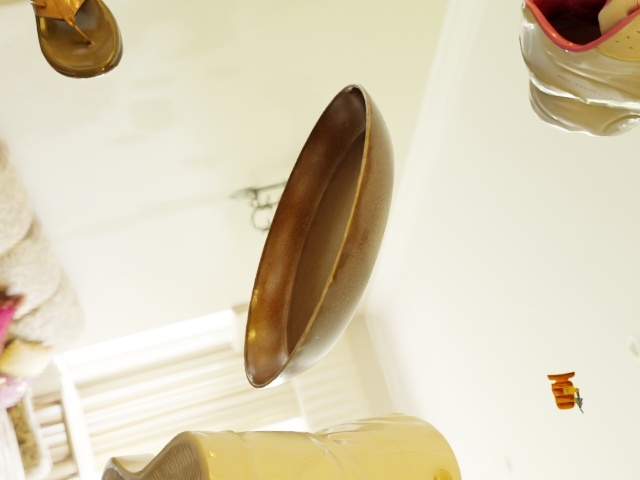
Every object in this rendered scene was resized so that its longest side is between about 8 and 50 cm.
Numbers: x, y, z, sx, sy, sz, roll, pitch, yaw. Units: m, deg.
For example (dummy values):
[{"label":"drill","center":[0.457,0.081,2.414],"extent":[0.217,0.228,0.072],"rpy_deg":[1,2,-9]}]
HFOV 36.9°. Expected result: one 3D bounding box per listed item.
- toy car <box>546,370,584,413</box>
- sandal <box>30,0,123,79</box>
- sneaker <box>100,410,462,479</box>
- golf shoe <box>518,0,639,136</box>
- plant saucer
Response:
[{"label":"toy car","center":[0.247,0.125,0.782],"extent":[0.060,0.122,0.040],"rpy_deg":[59,25,-75]},{"label":"sandal","center":[-0.274,-0.268,1.031],"extent":[0.060,0.090,0.219],"rpy_deg":[63,11,-69]},{"label":"sneaker","center":[-0.033,0.168,0.567],"extent":[0.292,0.169,0.108],"rpy_deg":[145,-57,-59]},{"label":"golf shoe","center":[0.292,-0.148,0.749],"extent":[0.306,0.115,0.140],"rpy_deg":[7,-33,36]},{"label":"plant saucer","center":[0.000,0.000,0.940],"extent":[0.310,0.050,0.310],"rpy_deg":[-162,-90,-75]}]
